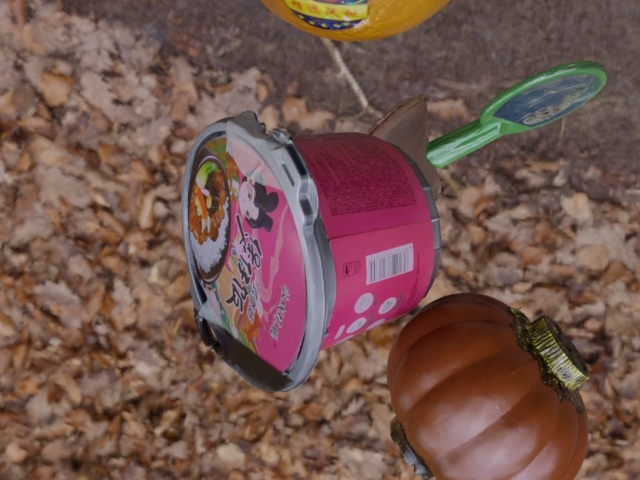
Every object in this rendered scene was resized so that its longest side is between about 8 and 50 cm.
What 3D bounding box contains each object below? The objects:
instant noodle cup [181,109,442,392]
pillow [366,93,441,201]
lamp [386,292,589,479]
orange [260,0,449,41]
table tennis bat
[{"bbox_3d":[0.000,0.000,0.936,0.181,0.258,0.302,-12,165,-31],"label":"instant noodle cup"},{"bbox_3d":[0.117,-0.099,1.354,0.034,0.135,0.211,35,155,38],"label":"pillow"},{"bbox_3d":[0.163,0.157,0.948,0.196,0.223,0.223,-39,121,18],"label":"lamp"},{"bbox_3d":[0.026,-0.205,0.571,0.155,0.177,0.177,11,144,11],"label":"orange"},{"bbox_3d":[0.244,-0.159,1.234,0.257,0.039,0.160,-26,162,32],"label":"table tennis bat"}]
